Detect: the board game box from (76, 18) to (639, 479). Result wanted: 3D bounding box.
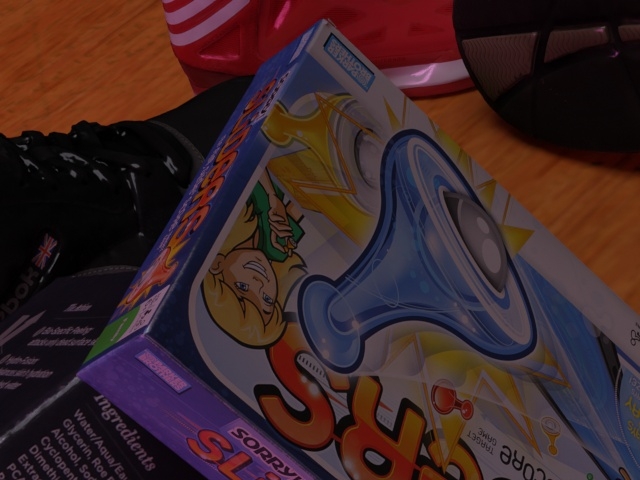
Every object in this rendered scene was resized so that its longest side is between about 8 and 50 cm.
[{"bbox_3d":[0.040,0.047,0.457,0.035,0.201,0.136,-32,24,44],"label":"board game box"}]

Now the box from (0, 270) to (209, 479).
[{"bbox_3d":[-0.093,0.089,0.494,0.158,0.093,0.156,-40,15,-23],"label":"box"}]

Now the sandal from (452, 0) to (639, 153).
[{"bbox_3d":[0.190,-0.083,0.611,0.302,0.120,0.086,18,38,38],"label":"sandal"}]

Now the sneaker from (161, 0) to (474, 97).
[{"bbox_3d":[0.028,-0.136,0.726,0.221,0.128,0.087,-23,39,-1],"label":"sneaker"}]

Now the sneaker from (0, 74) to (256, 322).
[{"bbox_3d":[-0.113,-0.003,0.632,0.283,0.124,0.107,-41,43,-25],"label":"sneaker"}]
